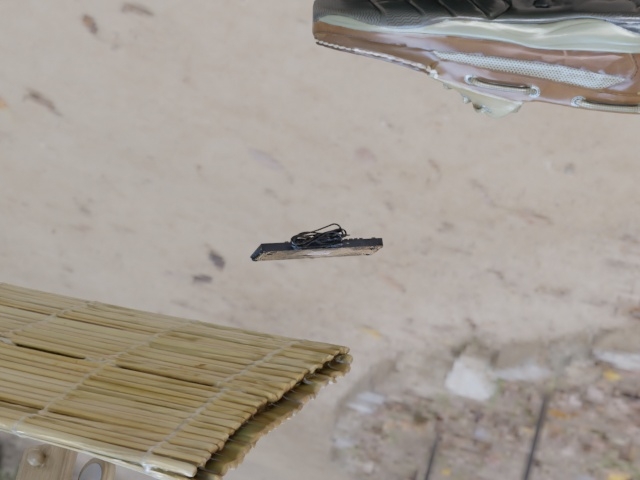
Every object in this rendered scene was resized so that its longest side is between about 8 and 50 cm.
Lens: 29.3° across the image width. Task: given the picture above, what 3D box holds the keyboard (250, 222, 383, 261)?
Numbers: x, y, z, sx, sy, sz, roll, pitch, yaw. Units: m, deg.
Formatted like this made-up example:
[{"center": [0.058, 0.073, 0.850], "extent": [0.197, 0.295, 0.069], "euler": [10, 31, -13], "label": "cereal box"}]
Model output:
[{"center": [0.000, 0.000, 1.765], "extent": [0.192, 0.038, 0.100], "euler": [-4, 168, -21], "label": "keyboard"}]

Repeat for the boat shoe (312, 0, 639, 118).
[{"center": [0.150, -0.158, 1.027], "extent": [0.324, 0.122, 0.119], "euler": [8, 127, 19], "label": "boat shoe"}]

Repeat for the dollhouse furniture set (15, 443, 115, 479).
[{"center": [-0.212, 0.154, 0.768], "extent": [0.144, 0.123, 0.151], "euler": [-17, 140, 37], "label": "dollhouse furniture set"}]

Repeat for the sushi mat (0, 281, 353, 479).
[{"center": [-0.154, 0.054, 0.605], "extent": [0.317, 0.019, 0.151], "euler": [9, -160, 27], "label": "sushi mat"}]
